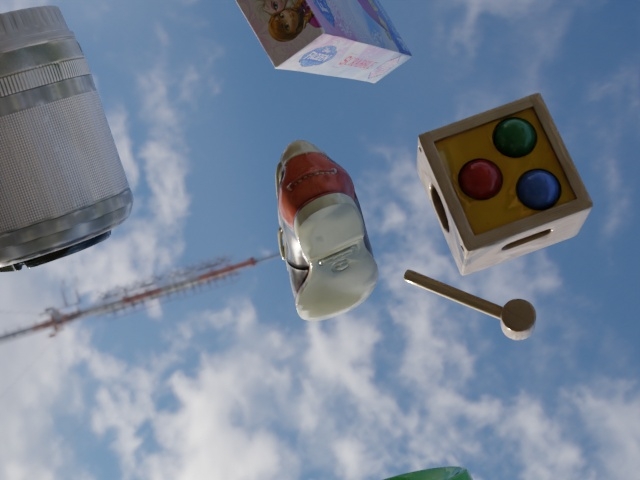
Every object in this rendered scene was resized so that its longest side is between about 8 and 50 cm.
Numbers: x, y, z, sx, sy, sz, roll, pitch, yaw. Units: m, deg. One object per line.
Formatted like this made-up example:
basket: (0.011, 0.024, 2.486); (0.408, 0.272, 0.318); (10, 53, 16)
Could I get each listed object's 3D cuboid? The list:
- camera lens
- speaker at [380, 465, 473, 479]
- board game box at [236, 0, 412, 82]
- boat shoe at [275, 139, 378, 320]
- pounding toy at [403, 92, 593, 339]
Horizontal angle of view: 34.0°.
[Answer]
camera lens: (-0.356, -0.112, 1.222); (0.219, 0.219, 0.274); (-9, -77, 38)
speaker: (0.110, 0.354, 0.900); (0.131, 0.131, 0.296); (-17, -96, 38)
board game box: (-0.044, -0.329, 1.154); (0.066, 0.318, 0.318); (-33, -95, 20)
boat shoe: (0.000, 0.000, 0.550); (0.137, 0.049, 0.043); (80, -15, -61)
pounding toy: (0.162, -0.011, 0.997); (0.181, 0.094, 0.206); (-20, -109, -3)
